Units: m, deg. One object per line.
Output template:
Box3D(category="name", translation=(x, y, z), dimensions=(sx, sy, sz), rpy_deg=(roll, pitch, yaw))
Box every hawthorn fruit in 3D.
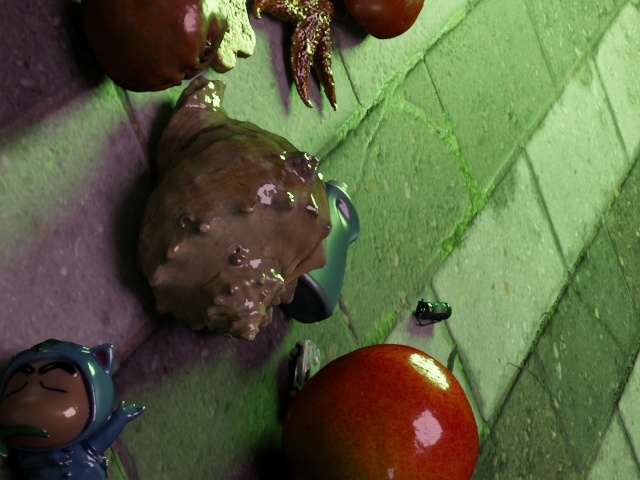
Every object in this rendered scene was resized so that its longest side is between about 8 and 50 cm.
Box3D(category="hawthorn fruit", translation=(-0.180, -0.233, 1.614), dimensions=(0.189, 0.149, 0.149), rpy_deg=(50, 17, 28))

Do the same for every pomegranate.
Box3D(category="pomegranate", translation=(0.054, 0.235, 1.740), dimensions=(0.256, 0.221, 0.221), rpy_deg=(-42, 123, -14))

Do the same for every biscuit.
Box3D(category="biscuit", translation=(-0.134, -0.253, 1.788), dimensions=(0.184, 0.027, 0.133), rpy_deg=(-35, 110, -58))

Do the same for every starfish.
Box3D(category="starfish", translation=(-0.017, -0.278, 1.994), dimensions=(0.240, 0.043, 0.227), rpy_deg=(-4, 81, -58))

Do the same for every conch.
Box3D(category="conch", translation=(-0.076, -0.027, 1.665), dimensions=(0.263, 0.186, 0.324), rpy_deg=(65, 27, -57))

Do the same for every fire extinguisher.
Box3D(category="fire extinguisher", translation=(0.151, 0.099, 2.152), dimensions=(0.083, 0.025, 0.038), rpy_deg=(8, 95, -60))

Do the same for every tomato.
Box3D(category="tomato", translation=(0.083, -0.386, 2.121), dimensions=(0.237, 0.095, 0.237), rpy_deg=(-12, 90, -71))

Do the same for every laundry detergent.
Box3D(category="laundry detergent", translation=(-0.001, 0.000, 1.888), dimensions=(0.097, 0.061, 0.206), rpy_deg=(50, 37, -28))

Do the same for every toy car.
Box3D(category="toy car", translation=(-0.017, 0.163, 1.829), dimensions=(0.041, 0.025, 0.093), rpy_deg=(33, 51, -52))

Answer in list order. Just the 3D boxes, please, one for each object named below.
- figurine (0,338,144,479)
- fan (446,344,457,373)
Box3D(category="figurine", translation=(-0.234, 0.177, 1.367), dimensions=(0.144, 0.114, 0.178), rpy_deg=(-13, 98, -60))
Box3D(category="fan", translation=(0.141, 0.286, 1.901), dimensions=(0.012, 0.233, 0.415), rpy_deg=(22, 48, -8))
